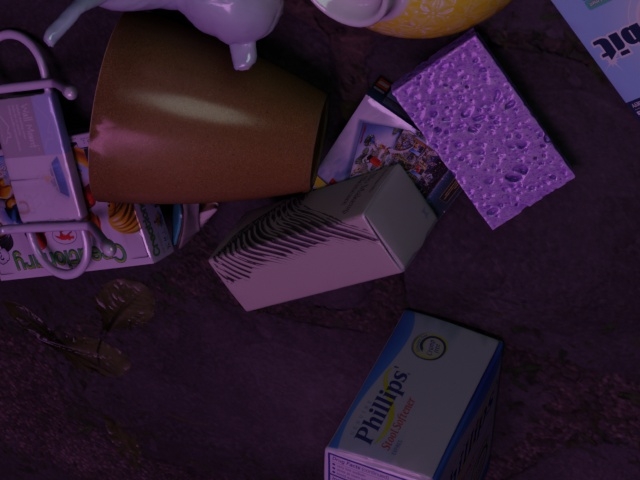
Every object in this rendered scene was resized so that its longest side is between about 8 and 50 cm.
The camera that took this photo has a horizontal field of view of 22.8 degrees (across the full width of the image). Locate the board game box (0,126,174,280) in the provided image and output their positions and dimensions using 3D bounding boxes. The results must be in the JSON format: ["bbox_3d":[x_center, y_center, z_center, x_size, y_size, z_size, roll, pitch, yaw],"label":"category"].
[{"bbox_3d":[-0.356,-0.052,2.205,0.305,0.053,0.193,-7,107,37],"label":"board game box"}]

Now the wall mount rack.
[{"bbox_3d":[-0.368,-0.097,2.073,0.304,0.130,0.350,-2,108,36],"label":"wall mount rack"}]

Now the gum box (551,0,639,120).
[{"bbox_3d":[0.346,-0.226,1.637,0.157,0.041,0.184,-22,114,43],"label":"gum box"}]

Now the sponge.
[{"bbox_3d":[0.185,-0.125,1.807,0.117,0.031,0.210,-33,110,16],"label":"sponge"}]

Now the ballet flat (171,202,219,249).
[{"bbox_3d":[-0.163,-0.063,2.104,0.068,0.072,0.213,-1,139,-7],"label":"ballet flat"}]

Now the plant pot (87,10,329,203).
[{"bbox_3d":[-0.125,-0.140,1.904,0.254,0.237,0.237,11,136,5],"label":"plant pot"}]

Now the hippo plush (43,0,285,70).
[{"bbox_3d":[-0.142,-0.325,1.728,0.236,0.294,0.234,15,110,-6],"label":"hippo plush"}]

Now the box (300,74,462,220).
[{"bbox_3d":[0.083,-0.076,1.947,0.159,0.044,0.233,34,139,-1],"label":"box"}]

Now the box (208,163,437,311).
[{"bbox_3d":[0.000,0.000,1.956,0.275,0.113,0.094,-17,117,41],"label":"box"}]

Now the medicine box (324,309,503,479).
[{"bbox_3d":[0.122,0.292,2.110,0.149,0.263,0.289,18,137,16],"label":"medicine box"}]

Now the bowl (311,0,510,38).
[{"bbox_3d":[0.061,-0.307,1.619,0.289,0.156,0.289,27,146,21],"label":"bowl"}]
